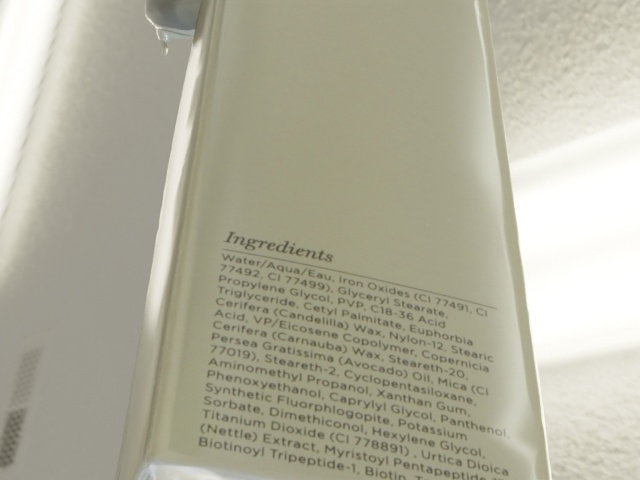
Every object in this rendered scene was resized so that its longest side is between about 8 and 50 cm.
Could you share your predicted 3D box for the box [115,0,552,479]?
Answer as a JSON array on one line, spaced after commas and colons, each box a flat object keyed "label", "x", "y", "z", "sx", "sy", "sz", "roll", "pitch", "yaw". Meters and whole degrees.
[{"label": "box", "x": 0.000, "y": 0.000, "z": 0.426, "sx": 0.275, "sy": 0.113, "sz": 0.094, "roll": -86, "pitch": -167, "yaw": -47}]

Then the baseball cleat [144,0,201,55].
[{"label": "baseball cleat", "x": -0.047, "y": -0.157, "z": 0.647, "sx": 0.206, "sy": 0.072, "sz": 0.109, "roll": -91, "pitch": -172, "yaw": -72}]
